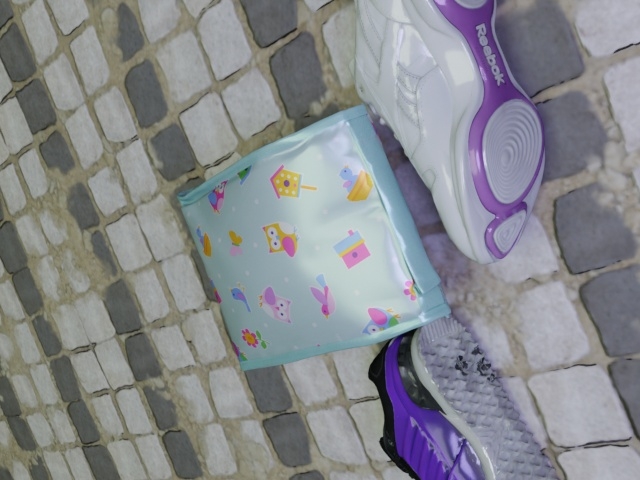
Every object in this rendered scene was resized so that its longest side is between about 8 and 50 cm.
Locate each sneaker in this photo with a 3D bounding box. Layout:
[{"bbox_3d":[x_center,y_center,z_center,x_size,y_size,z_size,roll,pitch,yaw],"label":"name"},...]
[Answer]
[{"bbox_3d":[0.109,-0.127,0.693,0.152,0.114,0.305,-10,95,55],"label":"sneaker"},{"bbox_3d":[0.142,0.230,0.795,0.146,0.102,0.293,-32,80,46],"label":"sneaker"}]

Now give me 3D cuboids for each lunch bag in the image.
[{"bbox_3d":[0.000,0.000,0.779,0.262,0.160,0.223,-20,92,48],"label":"lunch bag"}]
